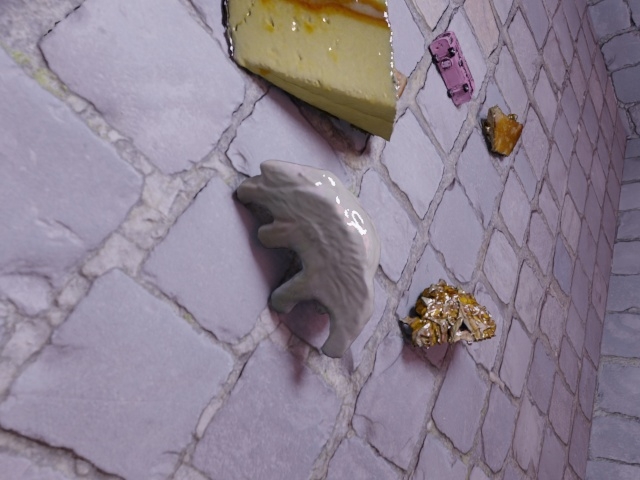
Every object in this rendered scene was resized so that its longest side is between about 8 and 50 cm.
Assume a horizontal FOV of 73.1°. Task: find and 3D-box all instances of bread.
[{"bbox_3d":[-0.020,-0.415,0.848,0.404,0.242,0.346,7,89,-2],"label":"bread"}]

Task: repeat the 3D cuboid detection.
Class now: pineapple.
[{"bbox_3d":[0.338,0.175,1.074,0.334,0.158,0.161,5,82,-43],"label":"pineapple"}]

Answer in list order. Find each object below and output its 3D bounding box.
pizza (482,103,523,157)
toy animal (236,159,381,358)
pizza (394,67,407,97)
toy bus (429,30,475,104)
[{"bbox_3d":[0.599,-0.364,1.450,0.226,0.069,0.147,2,106,-41],"label":"pizza"},{"bbox_3d":[0.000,0.000,0.778,0.308,0.266,0.188,36,33,12],"label":"toy animal"},{"bbox_3d":[0.138,-0.411,1.013,0.195,0.052,0.185,57,48,-24],"label":"pizza"},{"bbox_3d":[0.388,-0.501,1.257,0.203,0.063,0.090,53,50,-29],"label":"toy bus"}]
